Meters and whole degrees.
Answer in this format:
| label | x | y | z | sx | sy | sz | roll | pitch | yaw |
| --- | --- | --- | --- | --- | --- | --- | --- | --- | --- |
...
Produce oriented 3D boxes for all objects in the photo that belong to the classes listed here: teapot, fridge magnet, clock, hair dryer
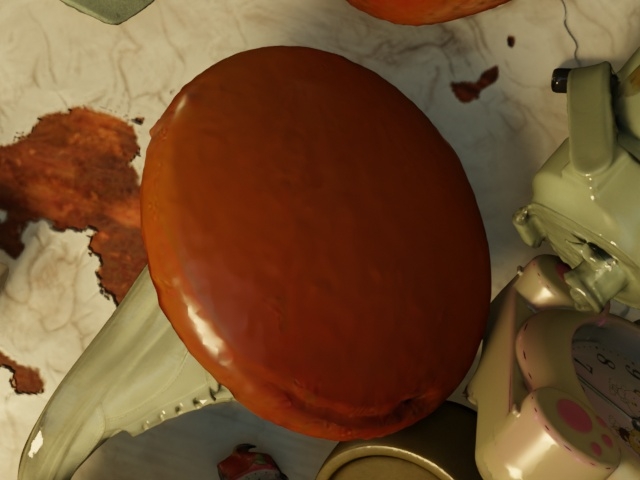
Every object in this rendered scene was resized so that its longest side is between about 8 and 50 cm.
| label | x | y | z | sx | sy | sz | roll | pitch | yaw |
| --- | --- | --- | --- | --- | --- | --- | --- | --- | --- |
| teapot | 0.115 | 0.239 | 1.239 | 0.268 | 0.175 | 0.185 | 45 | 126 | 5 |
| fridge magnet | 0.000 | 0.000 | 1.175 | 0.363 | 0.155 | 0.363 | 14 | 64 | -31 |
| clock | 0.284 | 0.179 | 1.202 | 0.309 | 0.284 | 0.114 | 32 | 121 | -12 |
| hair dryer | 0.251 | -0.128 | 1.305 | 0.047 | 0.026 | 0.083 | 1 | 100 | -2 |

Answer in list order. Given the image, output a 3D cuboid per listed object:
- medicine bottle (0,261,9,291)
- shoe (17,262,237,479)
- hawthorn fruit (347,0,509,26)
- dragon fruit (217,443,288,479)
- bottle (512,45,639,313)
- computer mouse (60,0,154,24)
| label | x | y | z | sx | sy | sz | roll | pitch | yaw |
| --- | --- | --- | --- | --- | --- | --- | --- | --- | --- |
| medicine bottle | -0.416 | 0.015 | 1.207 | 0.237 | 0.139 | 0.139 | 32 | 90 | -4 |
| shoe | -0.144 | 0.126 | 1.240 | 0.159 | 0.124 | 0.316 | 33 | 86 | -6 |
| hawthorn fruit | 0.131 | -0.336 | 1.173 | 0.299 | 0.275 | 0.275 | -17 | 93 | -13 |
| dragon fruit | -0.064 | 0.232 | 1.281 | 0.056 | 0.060 | 0.083 | -35 | 121 | -8 |
| bottle | 0.328 | -0.083 | 1.208 | 0.351 | 0.229 | 0.229 | -43 | 94 | -7 |
| computer mouse | -0.240 | -0.283 | 1.241 | 0.229 | 0.068 | 0.113 | 25 | 92 | -4 |
